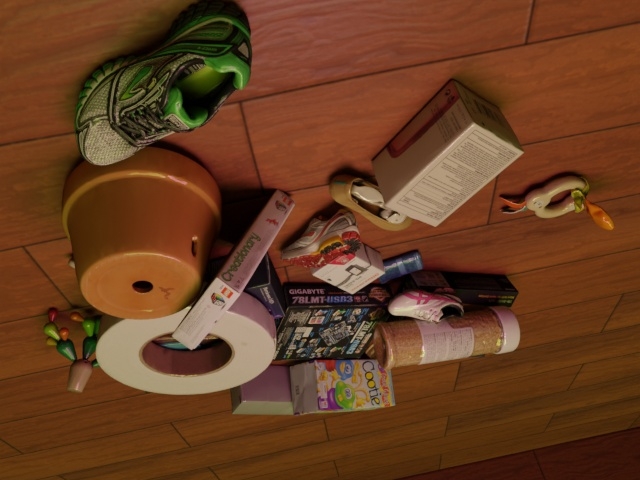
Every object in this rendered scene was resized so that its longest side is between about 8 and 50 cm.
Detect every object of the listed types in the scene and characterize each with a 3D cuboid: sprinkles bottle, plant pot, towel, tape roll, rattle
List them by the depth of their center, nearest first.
[{"bbox_3d":[-0.318,0.005,1.055,0.291,0.203,0.291,-7,140,-6],"label":"plant pot"},{"bbox_3d":[-0.294,0.229,1.313,0.392,0.072,0.392,-6,140,-5],"label":"tape roll"},{"bbox_3d":[0.520,-0.057,1.314,0.199,0.143,0.130,-10,161,-13],"label":"rattle"},{"bbox_3d":[0.194,0.066,1.459,0.119,0.029,0.067,-18,141,8],"label":"towel"},{"bbox_3d":[0.316,0.243,1.474,0.355,0.121,0.121,-5,142,-14],"label":"sprinkles bottle"}]

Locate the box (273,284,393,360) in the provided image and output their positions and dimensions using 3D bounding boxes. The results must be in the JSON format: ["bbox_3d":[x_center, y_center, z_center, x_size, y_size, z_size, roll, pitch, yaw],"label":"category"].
[{"bbox_3d":[0.013,0.226,1.572,0.293,0.073,0.295,0,143,-20],"label":"box"}]

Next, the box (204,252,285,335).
[{"bbox_3d":[-0.199,0.119,1.349,0.207,0.108,0.153,-15,142,3],"label":"box"}]

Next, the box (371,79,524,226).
[{"bbox_3d":[0.233,-0.157,1.109,0.148,0.127,0.232,19,133,-34],"label":"box"}]

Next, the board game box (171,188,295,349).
[{"bbox_3d":[-0.160,0.048,1.127,0.053,0.305,0.193,36,126,-8],"label":"board game box"}]

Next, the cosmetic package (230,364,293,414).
[{"bbox_3d":[-0.147,0.451,1.769,0.238,0.127,0.107,8,138,-23],"label":"cosmetic package"}]

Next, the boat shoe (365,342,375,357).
[{"bbox_3d":[0.212,0.287,1.676,0.178,0.060,0.064,-32,160,-3],"label":"boat shoe"}]

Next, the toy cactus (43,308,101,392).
[{"bbox_3d":[-0.560,0.266,1.388,0.112,0.180,0.219,-17,142,39],"label":"toy cactus"}]

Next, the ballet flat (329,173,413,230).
[{"bbox_3d":[0.122,-0.073,1.212,0.232,0.080,0.073,18,171,-33],"label":"ballet flat"}]

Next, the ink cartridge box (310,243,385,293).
[{"bbox_3d":[0.064,0.056,1.381,0.109,0.063,0.150,-36,137,27],"label":"ink cartridge box"}]

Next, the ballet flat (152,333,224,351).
[{"bbox_3d":[-0.288,0.234,1.467,0.348,0.123,0.123,-4,142,-7],"label":"ballet flat"}]

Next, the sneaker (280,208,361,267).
[{"bbox_3d":[0.000,0.000,1.283,0.225,0.093,0.088,-23,150,39],"label":"sneaker"}]

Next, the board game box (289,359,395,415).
[{"bbox_3d":[0.066,0.433,1.740,0.275,0.144,0.142,7,157,-34],"label":"board game box"}]

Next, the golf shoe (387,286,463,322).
[{"bbox_3d":[0.257,0.160,1.422,0.186,0.086,0.067,-5,126,-11],"label":"golf shoe"}]

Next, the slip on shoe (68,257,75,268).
[{"bbox_3d":[-0.463,0.053,1.249,0.135,0.051,0.041,19,93,-24],"label":"slip on shoe"}]

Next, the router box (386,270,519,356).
[{"bbox_3d":[0.344,0.203,1.585,0.309,0.081,0.243,4,123,-20],"label":"router box"}]

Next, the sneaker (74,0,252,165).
[{"bbox_3d":[-0.248,-0.214,0.885,0.343,0.146,0.134,-31,139,23],"label":"sneaker"}]
